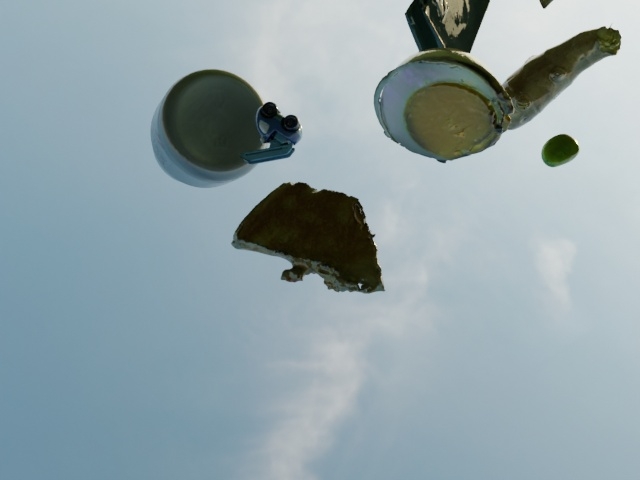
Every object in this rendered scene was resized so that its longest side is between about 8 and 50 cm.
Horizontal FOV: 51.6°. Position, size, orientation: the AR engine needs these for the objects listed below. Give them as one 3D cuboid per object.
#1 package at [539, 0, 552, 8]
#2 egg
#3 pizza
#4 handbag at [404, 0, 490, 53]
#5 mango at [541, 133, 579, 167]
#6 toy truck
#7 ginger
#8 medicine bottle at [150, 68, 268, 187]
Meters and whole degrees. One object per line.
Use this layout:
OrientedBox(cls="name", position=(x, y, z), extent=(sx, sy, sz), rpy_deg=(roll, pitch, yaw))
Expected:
OrientedBox(cls="package", position=(0.521, -0.555, 1.469), extent=(0.083, 0.029, 0.059), rpy_deg=(-21, -93, -1))
OrientedBox(cls="egg", position=(0.274, -0.316, 1.417), extent=(0.286, 0.264, 0.174), rpy_deg=(-13, -140, 47))
OrientedBox(cls="pizza", position=(0.000, 0.000, 1.141), extent=(0.296, 0.071, 0.189), rpy_deg=(21, -117, 28))
OrientedBox(cls="handbag", position=(0.333, -0.602, 1.689), extent=(0.089, 0.238, 0.327), rpy_deg=(5, -122, 37))
OrientedBox(cls="mango", position=(0.564, -0.210, 1.566), extent=(0.108, 0.056, 0.073), rpy_deg=(-38, -101, -29))
OrientedBox(cls="toy truck", position=(-0.071, -0.142, 0.930), extent=(0.073, 0.056, 0.090), rpy_deg=(33, -92, 6))
OrientedBox(cls="ginger", position=(0.629, -0.441, 1.799), extent=(0.166, 0.375, 0.236), rpy_deg=(64, -156, -2))
OrientedBox(cls="medicine bottle", position=(-0.265, -0.242, 1.520), extent=(0.244, 0.306, 0.245), rpy_deg=(1, -92, -22))
